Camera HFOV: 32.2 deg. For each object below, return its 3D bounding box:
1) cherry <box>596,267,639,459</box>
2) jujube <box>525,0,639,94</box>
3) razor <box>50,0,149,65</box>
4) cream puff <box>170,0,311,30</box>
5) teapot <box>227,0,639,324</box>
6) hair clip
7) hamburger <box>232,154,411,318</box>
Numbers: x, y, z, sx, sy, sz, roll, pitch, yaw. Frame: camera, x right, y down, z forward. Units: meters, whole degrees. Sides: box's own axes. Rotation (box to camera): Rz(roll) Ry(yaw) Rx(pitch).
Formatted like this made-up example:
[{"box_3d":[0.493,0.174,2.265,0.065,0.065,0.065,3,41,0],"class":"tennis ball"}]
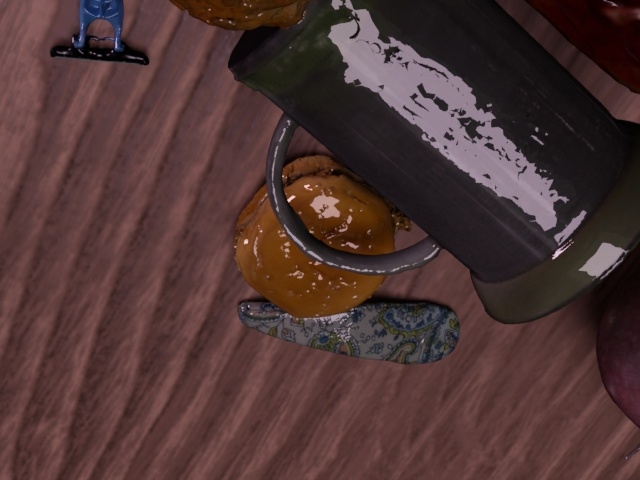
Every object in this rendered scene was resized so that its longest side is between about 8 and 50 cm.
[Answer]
[{"box_3d":[0.404,0.104,1.056,0.261,0.221,0.307,40,89,-29],"class":"cherry"},{"box_3d":[0.294,-0.209,0.872,0.290,0.197,0.197,17,117,-2],"class":"jujube"},{"box_3d":[-0.163,-0.210,0.821,0.082,0.042,0.253,3,157,-10],"class":"razor"},{"box_3d":[-0.059,-0.211,0.707,0.165,0.115,0.150,20,117,29],"class":"cream puff"},{"box_3d":[0.070,-0.093,0.878,0.337,0.200,0.270,40,109,-16],"class":"teapot"},{"box_3d":[0.033,0.085,1.085,0.229,0.036,0.066,7,112,-13],"class":"hair clip"},{"box_3d":[0.000,0.000,1.005,0.138,0.083,0.147,36,112,-29],"class":"hamburger"}]
